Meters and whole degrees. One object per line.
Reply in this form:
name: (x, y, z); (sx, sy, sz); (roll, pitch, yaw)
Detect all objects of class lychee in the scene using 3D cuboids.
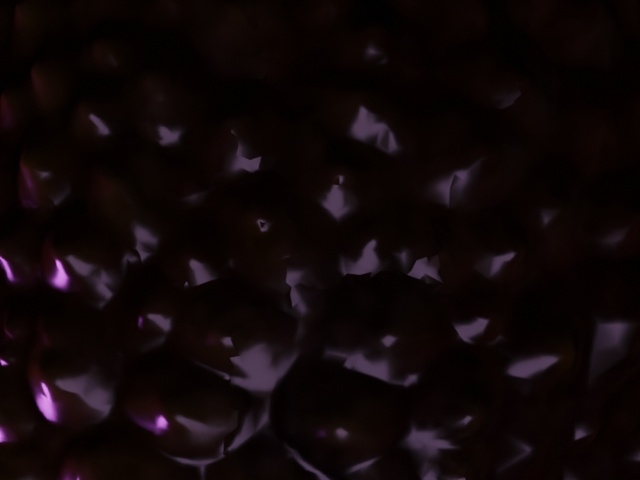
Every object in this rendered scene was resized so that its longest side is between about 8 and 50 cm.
lychee: (0.000, 0.000, 0.490); (0.267, 0.267, 0.267); (-3, 135, -3)
